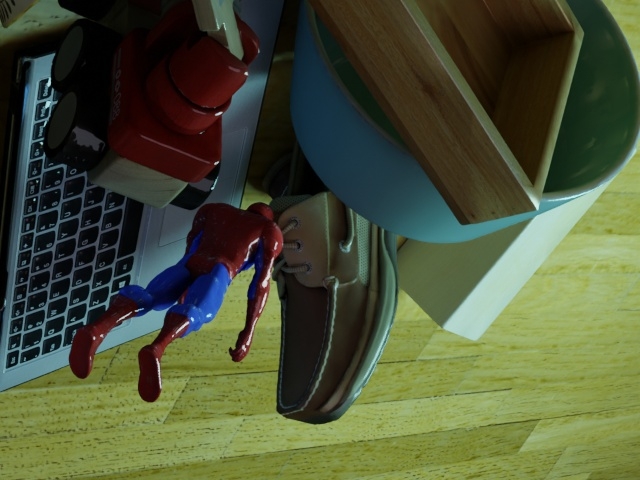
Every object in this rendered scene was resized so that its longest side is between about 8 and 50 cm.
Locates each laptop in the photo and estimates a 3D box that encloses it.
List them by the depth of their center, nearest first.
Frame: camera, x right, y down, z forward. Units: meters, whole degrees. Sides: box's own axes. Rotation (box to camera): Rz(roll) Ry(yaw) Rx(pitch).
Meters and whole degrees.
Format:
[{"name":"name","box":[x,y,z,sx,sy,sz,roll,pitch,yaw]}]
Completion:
[{"name":"laptop","box":[-0.158,0.047,1.532,0.408,0.236,0.382,-21,143,-34]}]

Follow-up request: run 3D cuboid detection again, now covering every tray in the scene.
[{"name":"tray","box":[0.053,-0.225,1.348,0.411,0.076,0.203,52,40,-32]}]

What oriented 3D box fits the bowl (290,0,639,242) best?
[{"name":"bowl","box":[0.097,-0.121,1.593,0.311,0.311,0.163,-18,158,-37]}]

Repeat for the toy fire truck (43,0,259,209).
[{"name":"toy fire truck","box":[-0.095,-0.173,1.300,0.158,0.217,0.246,22,139,-28]}]

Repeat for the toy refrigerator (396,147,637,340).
[{"name":"toy refrigerator","box":[0.202,-0.032,1.989,0.269,0.102,0.094,-51,149,10]}]

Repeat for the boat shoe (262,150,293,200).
[{"name":"boat shoe","box":[0.037,-0.048,1.804,0.207,0.073,0.073,-5,137,-45]}]

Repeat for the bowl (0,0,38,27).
[{"name":"bowl","box":[-0.186,-0.232,1.287,0.080,0.170,0.170,43,93,-15]}]

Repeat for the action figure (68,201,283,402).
[{"name":"action figure","box":[-0.106,0.064,1.537,0.280,0.091,0.139,-50,154,-53]}]

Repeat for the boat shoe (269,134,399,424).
[{"name":"boat shoe","box":[0.000,0.000,1.674,0.120,0.324,0.122,23,155,-26]}]
